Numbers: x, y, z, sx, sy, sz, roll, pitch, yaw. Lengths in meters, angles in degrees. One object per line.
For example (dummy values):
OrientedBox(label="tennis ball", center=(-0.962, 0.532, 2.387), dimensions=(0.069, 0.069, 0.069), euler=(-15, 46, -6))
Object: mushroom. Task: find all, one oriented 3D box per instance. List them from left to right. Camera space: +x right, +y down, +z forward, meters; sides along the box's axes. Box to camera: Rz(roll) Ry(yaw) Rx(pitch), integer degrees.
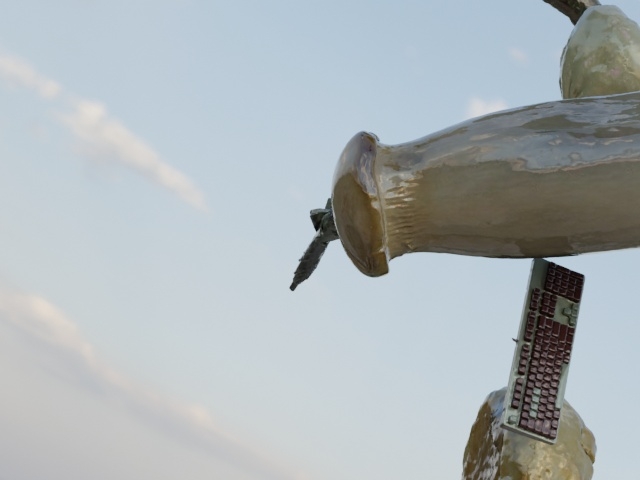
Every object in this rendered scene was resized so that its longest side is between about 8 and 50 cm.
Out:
OrientedBox(label="mushroom", center=(0.211, -0.051, 1.497), dimensions=(0.407, 0.154, 0.137), euler=(-11, -54, 4))

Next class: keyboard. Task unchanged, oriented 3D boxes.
OrientedBox(label="keyboard", center=(0.191, 0.092, 1.544), dimensions=(0.055, 0.166, 0.017), euler=(20, -29, -9))

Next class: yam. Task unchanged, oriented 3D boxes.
OrientedBox(label="yam", center=(0.363, -0.380, 2.743), dimensions=(0.253, 0.061, 0.061), euler=(39, -13, -5))

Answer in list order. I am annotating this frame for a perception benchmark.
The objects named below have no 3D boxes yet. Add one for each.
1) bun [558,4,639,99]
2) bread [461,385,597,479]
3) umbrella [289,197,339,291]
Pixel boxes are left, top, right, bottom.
OrientedBox(label="bun", center=(0.360, -0.161, 2.129), dimensions=(0.231, 0.133, 0.231), euler=(52, 5, -7))
OrientedBox(label="bread", center=(0.251, 0.288, 2.153), dimensions=(0.134, 0.244, 0.244), euler=(14, -10, -7))
OrientedBox(label="umbrella", center=(-0.005, -0.003, 1.797), dimensions=(0.044, 0.044, 0.269), euler=(28, -25, -6))
